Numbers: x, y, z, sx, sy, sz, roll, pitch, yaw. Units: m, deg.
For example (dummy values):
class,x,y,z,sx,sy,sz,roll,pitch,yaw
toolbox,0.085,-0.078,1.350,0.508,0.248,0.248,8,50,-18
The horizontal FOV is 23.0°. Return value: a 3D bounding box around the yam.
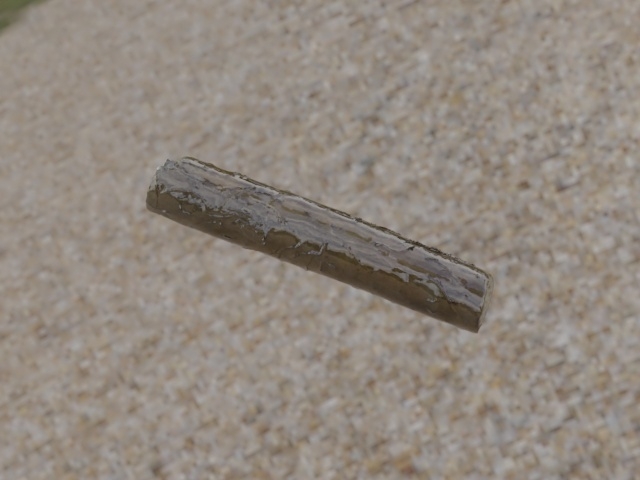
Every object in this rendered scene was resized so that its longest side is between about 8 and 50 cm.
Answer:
class,x,y,z,sx,sy,sz,roll,pitch,yaw
yam,0.000,0.000,0.634,0.145,0.032,0.032,21,39,10
